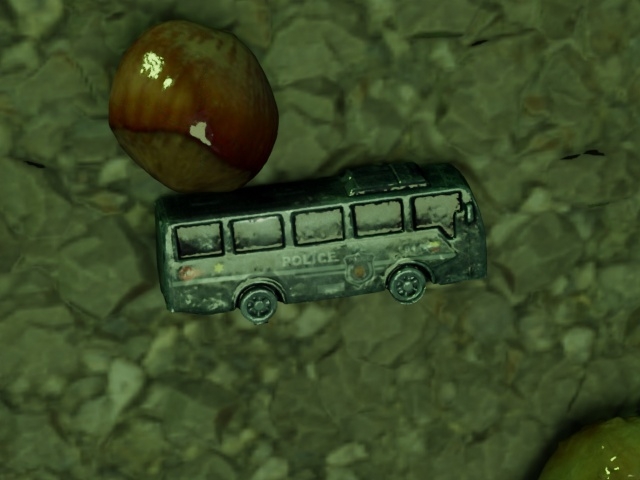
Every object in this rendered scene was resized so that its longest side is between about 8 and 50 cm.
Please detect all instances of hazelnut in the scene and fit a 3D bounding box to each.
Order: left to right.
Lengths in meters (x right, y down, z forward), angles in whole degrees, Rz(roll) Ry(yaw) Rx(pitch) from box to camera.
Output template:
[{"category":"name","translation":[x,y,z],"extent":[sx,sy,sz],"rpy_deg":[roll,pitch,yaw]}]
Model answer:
[{"category":"hazelnut","translation":[-0.060,-0.063,0.914],"extent":[0.086,0.086,0.086],"rpy_deg":[-5,115,-10]}]

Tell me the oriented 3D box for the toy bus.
[{"category":"toy bus","translation":[0.000,0.000,0.968],"extent":[0.165,0.047,0.065],"rpy_deg":[-7,112,-8]}]

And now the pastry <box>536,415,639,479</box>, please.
[{"category":"pastry","translation":[0.183,0.165,1.063],"extent":[0.153,0.081,0.153],"rpy_deg":[-7,118,-13]}]
